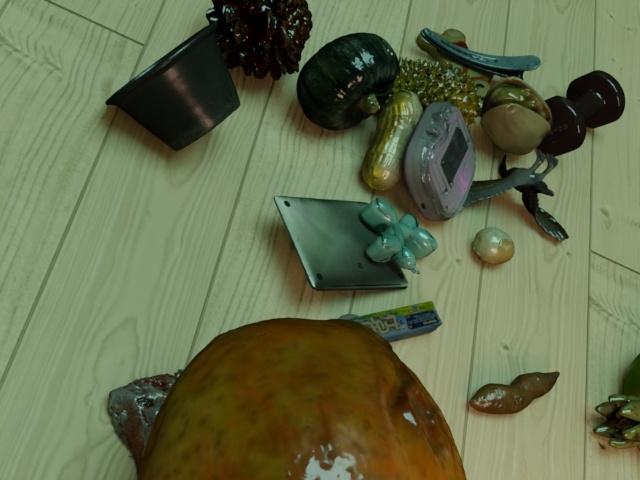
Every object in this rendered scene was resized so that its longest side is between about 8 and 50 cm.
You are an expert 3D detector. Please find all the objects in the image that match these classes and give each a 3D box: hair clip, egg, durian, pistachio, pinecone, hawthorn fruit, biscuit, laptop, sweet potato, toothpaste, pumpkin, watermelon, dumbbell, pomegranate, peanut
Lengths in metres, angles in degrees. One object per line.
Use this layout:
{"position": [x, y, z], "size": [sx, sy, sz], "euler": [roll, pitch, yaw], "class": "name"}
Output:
{"position": [0.337, -0.399, 2.189], "size": [0.275, 0.083, 0.048], "euler": [13, 58, -14], "class": "hair clip"}
{"position": [0.339, 0.012, 1.951], "size": [0.083, 0.071, 0.071], "euler": [14, 54, -24], "class": "egg"}
{"position": [0.213, -0.309, 2.056], "size": [0.250, 0.138, 0.183], "euler": [4, 67, -19], "class": "durian"}
{"position": [0.401, -0.255, 2.087], "size": [0.215, 0.144, 0.144], "euler": [43, 32, -56], "class": "pistachio"}
{"position": [-0.118, -0.403, 1.891], "size": [0.221, 0.221, 0.221], "euler": [14, 55, -20], "class": "pinecone"}
{"position": [-0.017, 0.317, 1.329], "size": [0.472, 0.472, 0.471], "euler": [14, 55, -20], "class": "hawthorn fruit"}
{"position": [0.317, -0.373, 2.215], "size": [0.153, 0.030, 0.234], "euler": [-15, 68, -33], "class": "biscuit"}
{"position": [0.041, 0.004, 1.779], "size": [0.269, 0.015, 0.187], "euler": [2, 57, -49], "class": "laptop"}
{"position": [0.356, 0.273, 1.803], "size": [0.218, 0.051, 0.065], "euler": [-10, 63, -32], "class": "sweet potato"}
{"position": [0.118, 0.141, 1.763], "size": [0.193, 0.044, 0.070], "euler": [-9, 66, -33], "class": "toothpaste"}
{"position": [0.056, -0.298, 1.906], "size": [0.212, 0.211, 0.152], "euler": [-23, 81, -37], "class": "pumpkin"}
{"position": [-0.249, 0.260, 1.476], "size": [0.139, 0.071, 0.187], "euler": [24, 52, -8], "class": "watermelon"}
{"position": [0.563, -0.281, 2.218], "size": [0.225, 0.140, 0.124], "euler": [-33, 98, -40], "class": "dumbbell"}
{"position": [0.690, 0.311, 1.855], "size": [0.358, 0.216, 0.309], "euler": [2, 63, -27], "class": "pomegranate"}
{"position": [0.140, -0.192, 1.930], "size": [0.087, 0.087, 0.206], "euler": [23, 79, -14], "class": "peanut"}

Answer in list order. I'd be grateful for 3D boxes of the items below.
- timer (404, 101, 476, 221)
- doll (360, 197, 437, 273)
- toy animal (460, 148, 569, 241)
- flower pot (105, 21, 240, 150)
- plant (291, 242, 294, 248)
{"position": [0.234, -0.151, 1.934], "size": [0.208, 0.069, 0.191], "euler": [-63, 140, -31], "class": "timer"}
{"position": [0.146, -0.008, 1.845], "size": [0.158, 0.059, 0.159], "euler": [31, 36, -27], "class": "doll"}
{"position": [0.415, -0.119, 2.042], "size": [0.272, 0.160, 0.197], "euler": [25, 49, -22], "class": "toy animal"}
{"position": [-0.236, -0.250, 1.736], "size": [0.148, 0.235, 0.235], "euler": [55, 48, -14], "class": "flower pot"}
{"position": [0.000, 0.000, 1.789], "size": [0.102, 0.051, 0.051], "euler": [-2, 62, -37], "class": "plant"}
